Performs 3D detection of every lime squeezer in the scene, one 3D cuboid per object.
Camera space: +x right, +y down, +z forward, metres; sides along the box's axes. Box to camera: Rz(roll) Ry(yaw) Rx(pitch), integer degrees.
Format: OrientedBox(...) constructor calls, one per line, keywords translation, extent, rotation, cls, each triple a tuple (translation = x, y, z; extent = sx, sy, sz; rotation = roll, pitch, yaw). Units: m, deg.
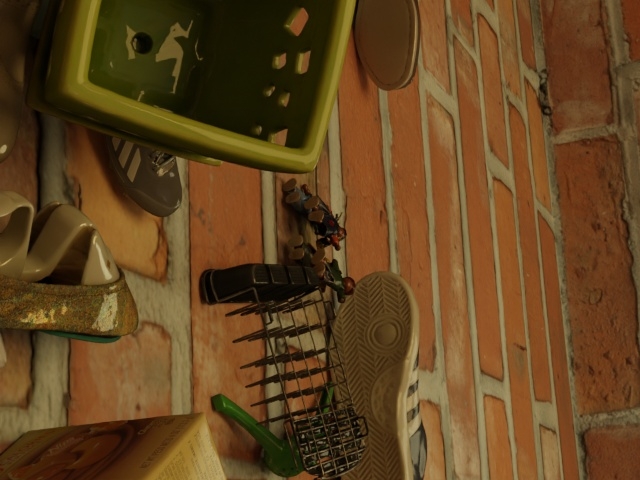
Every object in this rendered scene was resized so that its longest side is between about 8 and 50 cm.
OrientedBox(translation=(-0.039, 0.239, 1.368), extent=(0.110, 0.059, 0.310), rotation=(54, 18, 18), cls="lime squeezer")

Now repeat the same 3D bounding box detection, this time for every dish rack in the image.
OrientedBox(translation=(-0.031, 0.153, 1.312), extent=(0.208, 0.074, 0.272), rotation=(5, 66, -65), cls="dish rack")

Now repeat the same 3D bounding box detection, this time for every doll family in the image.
OrientedBox(translation=(0.000, 0.000, 1.501), extent=(0.111, 0.076, 0.193), rotation=(36, 46, -52), cls="doll family")

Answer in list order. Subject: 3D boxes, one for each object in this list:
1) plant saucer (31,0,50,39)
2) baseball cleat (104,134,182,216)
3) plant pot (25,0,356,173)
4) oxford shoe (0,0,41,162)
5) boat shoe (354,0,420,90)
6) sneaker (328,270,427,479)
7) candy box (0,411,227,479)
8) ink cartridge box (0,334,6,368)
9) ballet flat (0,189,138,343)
OrientedBox(translation=(-0.275, -0.243, 1.028), extent=(0.119, 0.021, 0.119), rotation=(-9, 90, -67), cls="plant saucer")
OrientedBox(translation=(-0.175, -0.117, 1.101), extent=(0.072, 0.109, 0.206), rotation=(-48, 121, -44), cls="baseball cleat")
OrientedBox(translation=(-0.123, -0.185, 0.949), extent=(0.228, 0.207, 0.227), rotation=(16, 82, -28), cls="plant pot")
OrientedBox(translation=(-0.270, -0.247, 0.882), extent=(0.140, 0.146, 0.397), rotation=(11, 72, -68), cls="oxford shoe")
OrientedBox(translation=(0.115, -0.405, 1.867), extent=(0.096, 0.116, 0.325), rotation=(11, 66, -62), cls="boat shoe")
OrientedBox(translation=(0.090, 0.224, 1.574), extent=(0.148, 0.131, 0.350), rotation=(43, 49, -65), cls="sneaker")
OrientedBox(translation=(-0.213, 0.239, 0.785), extent=(0.316, 0.182, 0.088), rotation=(-47, 123, -61), cls="candy box")
OrientedBox(translation=(-0.375, -0.024, 0.601), extent=(0.330, 0.071, 0.324), rotation=(-21, 103, -37), cls="ink cartridge box")
OrientedBox(translation=(-0.240, 0.018, 0.870), extent=(0.348, 0.123, 0.123), rotation=(11, 71, -62), cls="ballet flat")
